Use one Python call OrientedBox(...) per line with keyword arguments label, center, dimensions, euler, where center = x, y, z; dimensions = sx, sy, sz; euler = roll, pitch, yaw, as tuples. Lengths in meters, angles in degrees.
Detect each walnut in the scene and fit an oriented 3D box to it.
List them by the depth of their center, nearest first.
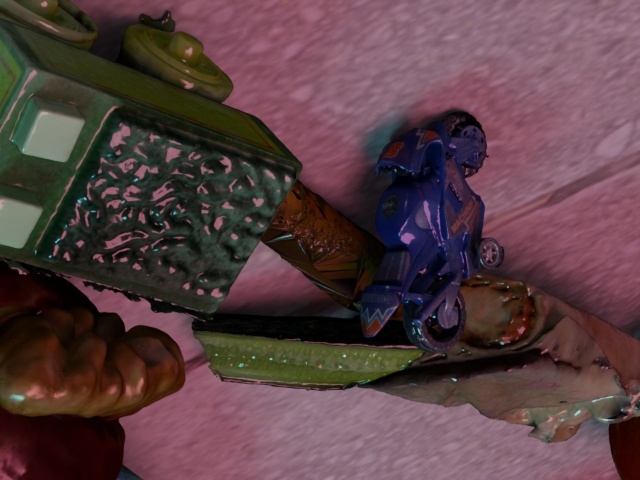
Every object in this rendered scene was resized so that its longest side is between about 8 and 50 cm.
OrientedBox(label="walnut", center=(-0.207, 0.105, 1.053), dimensions=(0.244, 0.222, 0.269), euler=(-25, 172, 9))

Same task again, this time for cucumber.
OrientedBox(label="cucumber", center=(-0.005, 0.092, 1.319), dimensions=(0.220, 0.046, 0.070), euler=(5, 129, -13))

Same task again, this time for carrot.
OrientedBox(label="carrot", center=(-0.001, -0.001, 1.272), dimensions=(0.069, 0.069, 0.228), euler=(-46, 135, 6))

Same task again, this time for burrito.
OrientedBox(label="burrito", center=(0.179, 0.106, 1.429), dimensions=(0.347, 0.107, 0.175), euler=(20, 136, -37))

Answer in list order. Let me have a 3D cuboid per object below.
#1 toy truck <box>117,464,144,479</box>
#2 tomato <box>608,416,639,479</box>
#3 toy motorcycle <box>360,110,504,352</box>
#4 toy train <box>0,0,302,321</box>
OrientedBox(label="toy truck", center=(-0.198, 0.274, 1.298), dimensions=(0.156, 0.155, 0.279), euler=(-45, 138, -19))
OrientedBox(label="tomato", center=(0.363, 0.182, 1.584), dimensions=(0.233, 0.139, 0.200), euler=(-39, 142, -68))
OrientedBox(label="toy motorcycle", center=(0.086, -0.013, 1.272), dimensions=(0.114, 0.076, 0.205), euler=(18, 76, -39))
OrientedBox(label="toy train", center=(-0.150, -0.064, 1.033), dimensions=(0.271, 0.188, 0.159), euler=(19, 111, -39))
